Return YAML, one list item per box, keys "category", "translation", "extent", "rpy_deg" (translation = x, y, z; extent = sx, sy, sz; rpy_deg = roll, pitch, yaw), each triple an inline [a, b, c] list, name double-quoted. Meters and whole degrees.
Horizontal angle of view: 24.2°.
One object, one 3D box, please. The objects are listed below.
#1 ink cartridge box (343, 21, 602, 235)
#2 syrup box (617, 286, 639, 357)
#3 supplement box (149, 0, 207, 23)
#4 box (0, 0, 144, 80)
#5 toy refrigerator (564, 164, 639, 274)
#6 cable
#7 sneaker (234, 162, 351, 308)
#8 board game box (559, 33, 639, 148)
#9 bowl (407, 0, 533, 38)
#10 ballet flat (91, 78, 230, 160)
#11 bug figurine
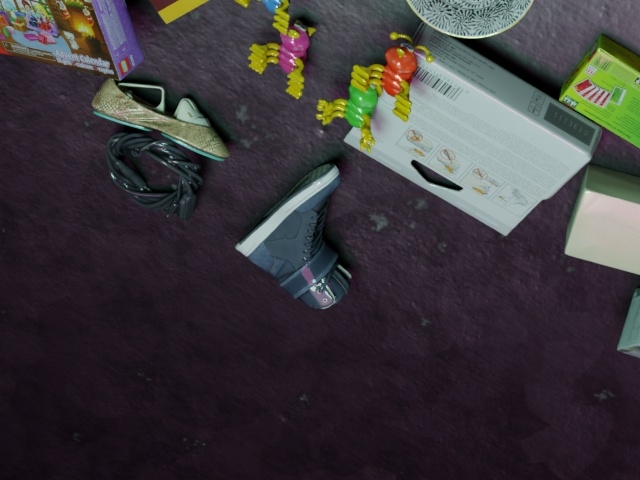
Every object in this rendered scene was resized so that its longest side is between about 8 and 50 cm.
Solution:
- category: "ink cartridge box"
  translation: [0.196, -0.141, 1.983]
  extent: [0.275, 0.060, 0.239]
  rpy_deg: [30, 149, -6]
- category: "syrup box"
  translation: [0.468, 0.112, 1.971]
  extent: [0.093, 0.237, 0.096]
  rpy_deg: [19, 83, 3]
- category: "supplement box"
  translation: [-0.159, -0.411, 1.849]
  extent: [0.191, 0.129, 0.194]
  rpy_deg: [-24, 115, 29]
- category: "box"
  translation: [-0.380, -0.326, 1.937]
  extent: [0.293, 0.057, 0.201]
  rpy_deg: [15, 138, 33]
- category: "toy refrigerator"
  translation: [0.469, -0.009, 1.978]
  extent: [0.270, 0.094, 0.102]
  rpy_deg: [15, 120, 5]
- category: "cable"
  translation: [-0.237, -0.103, 2.115]
  extent: [0.151, 0.047, 0.184]
  rpy_deg: [32, 154, 9]
- category: "sneaker"
  translation: [0.000, -0.001, 2.108]
  extent: [0.163, 0.086, 0.226]
  rpy_deg: [44, 134, -3]
- category: "board game box"
  translation: [0.407, -0.175, 1.907]
  extent: [0.181, 0.043, 0.092]
  rpy_deg: [30, 127, -6]
- category: "bowl"
  translation: [0.187, -0.341, 1.831]
  extent: [0.170, 0.080, 0.170]
  rpy_deg: [8, 126, 11]
- category: "ballet flat"
  translation: [-0.215, -0.174, 2.071]
  extent: [0.206, 0.073, 0.067]
  rpy_deg: [20, 99, -3]
- category: "bug figurine"
  translation: [0.013, -0.238, 1.903]
  extent: [0.279, 0.072, 0.216]
  rpy_deg: [37, 152, 10]
